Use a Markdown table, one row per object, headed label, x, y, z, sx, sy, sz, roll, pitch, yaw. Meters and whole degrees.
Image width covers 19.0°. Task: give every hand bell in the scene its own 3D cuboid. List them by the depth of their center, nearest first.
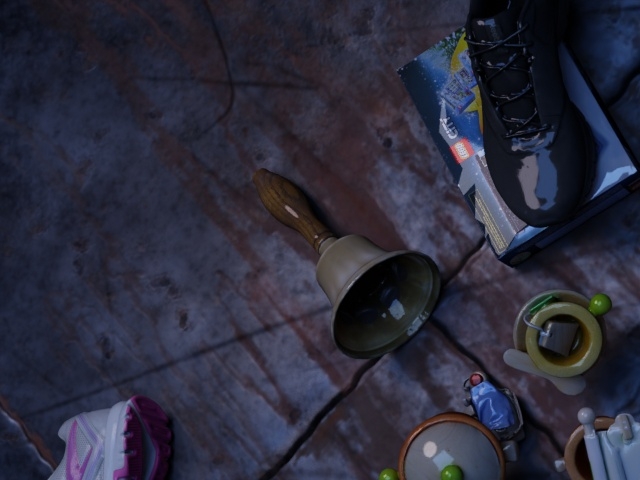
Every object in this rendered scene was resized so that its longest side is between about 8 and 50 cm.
| label | x | y | z | sx | sy | sz | roll | pitch | yaw |
| --- | --- | --- | --- | --- | --- | --- | --- | --- | --- |
| hand bell | 0.000 | 0.000 | 1.919 | 0.126 | 0.126 | 0.242 | -52 | 49 | 7 |

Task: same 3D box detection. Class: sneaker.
| label | x | y | z | sx | sy | sz | roll | pitch | yaw |
| --- | --- | --- | --- | --- | --- | --- | --- | --- | --- |
| sneaker | 0.180 | -0.152 | 1.779 | 0.109 | 0.130 | 0.286 | -15 | 72 | 20 |
| sneaker | -0.225 | 0.287 | 1.958 | 0.111 | 0.103 | 0.252 | -6 | 69 | 30 |

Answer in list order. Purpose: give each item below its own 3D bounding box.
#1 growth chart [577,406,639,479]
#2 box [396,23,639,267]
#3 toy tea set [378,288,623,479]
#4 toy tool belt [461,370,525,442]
| label | x | y | z | sx | sy | sz | roll | pitch | yaw |
| --- | --- | --- | --- | --- | --- | --- | --- | --- | --- |
| growth chart | 0.349 | 0.216 | 1.649 | 0.237 | 0.021 | 0.172 | -6 | 102 | 8 |
| box | 0.194 | -0.113 | 1.862 | 0.159 | 0.044 | 0.233 | -33 | 65 | 16 |
| toy tea set | 0.217 | 0.162 | 1.705 | 0.200 | 0.124 | 0.336 | 40 | 97 | 1 |
| toy tool belt | 0.158 | 0.156 | 1.812 | 0.052 | 0.051 | 0.083 | -34 | 65 | 16 |
